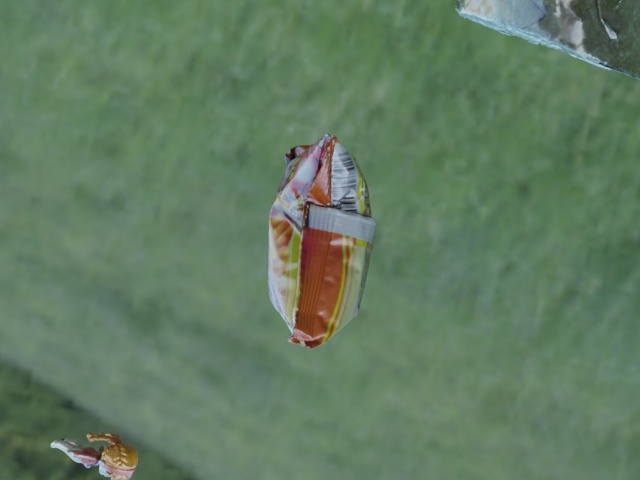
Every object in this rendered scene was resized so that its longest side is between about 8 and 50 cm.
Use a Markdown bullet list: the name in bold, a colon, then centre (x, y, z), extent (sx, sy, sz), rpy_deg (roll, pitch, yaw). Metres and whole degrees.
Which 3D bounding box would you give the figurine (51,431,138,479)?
- **figurine**: centre (-0.247, 0.229, 1.788), extent (0.109, 0.047, 0.064), rpy_deg (12, -172, 33)

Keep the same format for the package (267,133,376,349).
- **package**: centre (-0.001, 0.007, 1.701), extent (0.108, 0.223, 0.288), rpy_deg (5, 180, 0)

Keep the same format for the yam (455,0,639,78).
- **yam**: centre (0.266, -0.333, 1.615), extent (0.241, 0.348, 0.241), rpy_deg (8, -169, -1)
